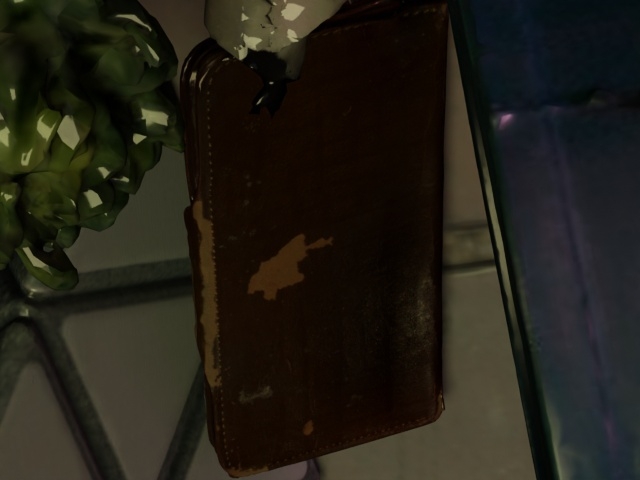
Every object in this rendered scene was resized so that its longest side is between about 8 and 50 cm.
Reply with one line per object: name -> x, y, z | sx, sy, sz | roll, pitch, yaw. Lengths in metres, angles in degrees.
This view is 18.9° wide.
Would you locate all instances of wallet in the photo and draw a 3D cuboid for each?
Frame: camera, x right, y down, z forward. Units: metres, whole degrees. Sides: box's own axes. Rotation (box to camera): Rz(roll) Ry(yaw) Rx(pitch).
wallet -> 0.000, 0.000, 0.650 | 0.095, 0.026, 0.176 | -17, 129, -18

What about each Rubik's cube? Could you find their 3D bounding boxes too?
Rubik's cube -> -0.115, 0.101, 0.711 | 0.228, 0.229, 0.233 | 62, 171, 15

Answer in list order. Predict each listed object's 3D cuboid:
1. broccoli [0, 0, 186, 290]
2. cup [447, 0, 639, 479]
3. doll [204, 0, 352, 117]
broccoli -> -0.184, -0.090, 0.494 | 0.248, 0.288, 0.245 | 28, 106, 44
cup -> 0.194, 0.025, 0.465 | 0.292, 0.242, 0.308 | -12, 124, 5
doll -> -0.014, -0.145, 0.523 | 0.149, 0.095, 0.192 | -36, 111, 6
